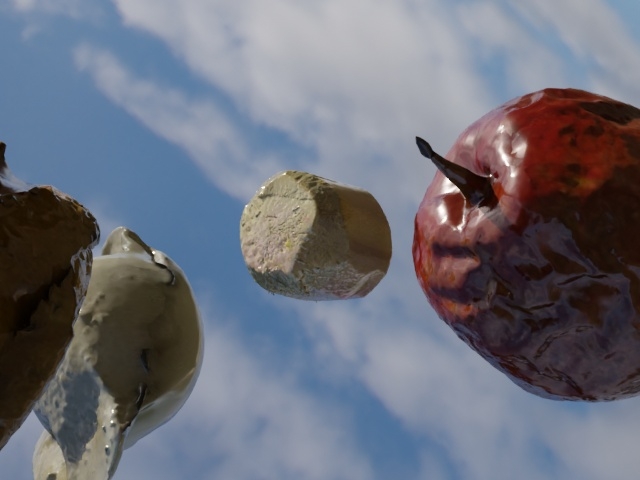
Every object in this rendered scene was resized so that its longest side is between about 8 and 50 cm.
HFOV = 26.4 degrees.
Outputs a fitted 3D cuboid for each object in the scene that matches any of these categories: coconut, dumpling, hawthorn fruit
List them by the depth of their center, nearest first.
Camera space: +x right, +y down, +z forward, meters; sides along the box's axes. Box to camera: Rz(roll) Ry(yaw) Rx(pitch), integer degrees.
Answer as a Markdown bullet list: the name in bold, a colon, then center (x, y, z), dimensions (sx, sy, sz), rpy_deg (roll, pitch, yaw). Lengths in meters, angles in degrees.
- **hawthorn fruit**: center (0.139, -0.009, 0.866), dimensions (0.243, 0.207, 0.207), rpy_deg (27, -145, -32)
- **coconut**: center (0.000, 0.000, 1.198), dimensions (0.122, 0.116, 0.116), rpy_deg (13, -135, -51)
- **dumpling**: center (-0.218, 0.123, 1.282), dimensions (0.175, 0.227, 0.243), rpy_deg (44, -148, 1)

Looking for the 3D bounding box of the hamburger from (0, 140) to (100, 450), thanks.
- **hamburger**: center (-0.205, 0.041, 0.547), dimensions (0.163, 0.244, 0.244), rpy_deg (38, -151, -11)
